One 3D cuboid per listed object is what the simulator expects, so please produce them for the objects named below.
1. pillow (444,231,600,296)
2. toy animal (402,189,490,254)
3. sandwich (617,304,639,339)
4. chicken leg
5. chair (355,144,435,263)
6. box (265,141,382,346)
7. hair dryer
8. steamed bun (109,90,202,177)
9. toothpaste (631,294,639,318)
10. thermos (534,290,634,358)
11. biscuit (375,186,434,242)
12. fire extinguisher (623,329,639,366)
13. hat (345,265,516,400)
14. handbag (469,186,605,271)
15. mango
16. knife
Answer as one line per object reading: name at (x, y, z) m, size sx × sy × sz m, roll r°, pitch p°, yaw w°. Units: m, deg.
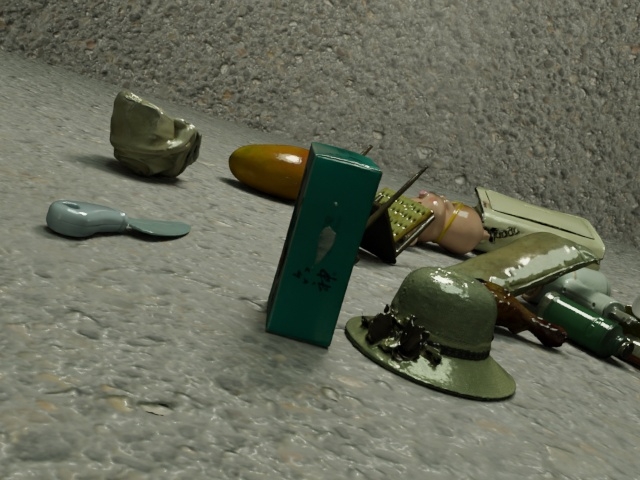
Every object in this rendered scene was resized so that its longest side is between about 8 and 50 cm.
pillow at (0.407, 0.053, 1.660) m, size 0.302 × 0.075 × 0.185 m, roll -18°, pitch 24°, yaw -21°
toy animal at (0.313, -0.045, 2.064) m, size 0.247 × 0.149 × 0.165 m, roll 9°, pitch 4°, yaw -8°
sandwich at (0.733, 0.166, 1.717) m, size 0.235 × 0.079 × 0.159 m, roll -2°, pitch 1°, yaw 6°
chicken leg at (0.277, 0.122, 1.392) m, size 0.322 × 0.083 × 0.177 m, roll 8°, pitch 24°, yaw -35°
chair at (0.089, -0.044, 1.706) m, size 0.188 × 0.166 × 0.272 m, roll 27°, pitch 57°, yaw 37°
box at (0.000, 0.000, 1.090) m, size 0.092 × 0.245 × 0.153 m, roll 15°, pitch 11°, yaw -6°
hair dryer at (0.564, 0.129, 1.666) m, size 0.173 × 0.108 × 0.357 m, roll 13°, pitch 10°, yaw -12°
steamed bun at (-0.379, -0.210, 1.798) m, size 0.211 × 0.144 × 0.218 m, roll 25°, pitch -20°, yaw -5°
toothpaste at (0.669, 0.185, 1.542) m, size 0.266 × 0.061 × 0.096 m, roll 42°, pitch -5°, yaw -38°
thermos at (0.497, 0.170, 1.516) m, size 0.073 × 0.083 × 0.187 m, roll -16°, pitch 31°, yaw -31°
biscuit at (0.170, -0.065, 2.003) m, size 0.016 × 0.139 × 0.231 m, roll 59°, pitch -12°, yaw -30°
fire extinguisher at (0.599, 0.215, 1.486) m, size 0.062 × 0.050 × 0.177 m, roll -6°, pitch 21°, yaw -31°
hat at (0.172, 0.107, 1.137) m, size 0.257 × 0.130 × 0.257 m, roll 16°, pitch 11°, yaw -3°
handbag at (0.592, -0.007, 2.276) m, size 0.358 × 0.160 × 0.237 m, roll 16°, pitch 17°, yaw -3°
mango at (-0.107, -0.178, 2.069) m, size 0.254 × 0.139 × 0.175 m, roll 7°, pitch 1°, yaw -13°
knife at (-0.298, -0.025, 1.301) m, size 0.080 × 0.044 × 0.331 m, roll 24°, pitch 9°, yaw 29°
